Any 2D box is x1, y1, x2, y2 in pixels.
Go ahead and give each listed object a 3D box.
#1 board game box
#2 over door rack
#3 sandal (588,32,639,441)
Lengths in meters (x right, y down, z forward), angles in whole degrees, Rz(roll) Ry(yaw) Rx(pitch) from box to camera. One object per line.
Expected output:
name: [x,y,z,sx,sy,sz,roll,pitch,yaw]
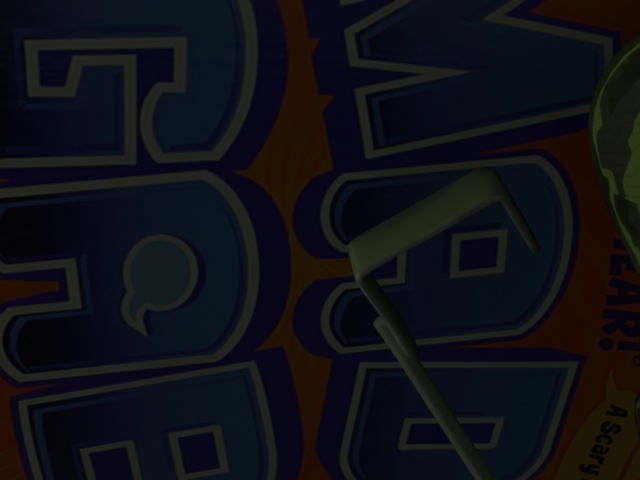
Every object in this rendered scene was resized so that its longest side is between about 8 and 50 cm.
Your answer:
board game box: [-0.033,-0.109,0.760,0.356,0.356,0.356,-103,9,-49]
over door rack: [0.071,0.173,0.535,0.239,0.108,0.324,-106,-3,-60]
sandal: [0.137,0.050,0.446,0.120,0.086,0.303,-51,42,39]
